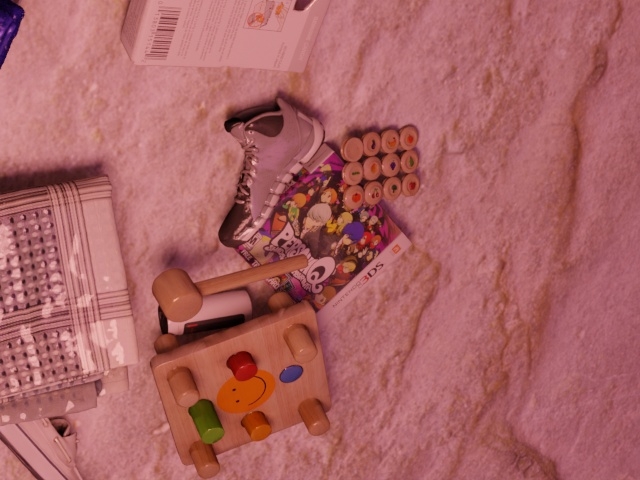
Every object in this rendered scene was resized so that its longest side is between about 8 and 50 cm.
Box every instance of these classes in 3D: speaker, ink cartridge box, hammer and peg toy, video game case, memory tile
[{"bbox_3d":[-0.175,0.110,2.090,0.136,0.055,0.055,-8,118,-22],"label":"speaker"},{"bbox_3d":[-0.103,-0.362,1.830,0.261,0.066,0.296,-1,132,-29],"label":"ink cartridge box"},{"bbox_3d":[-0.113,0.181,2.054,0.266,0.127,0.361,-19,137,-11],"label":"hammer and peg toy"},{"bbox_3d":[0.000,0.000,2.124,0.210,0.042,0.232,-43,125,-2],"label":"video game case"},{"bbox_3d":[0.093,-0.111,2.099,0.148,0.012,0.113,-13,108,-34],"label":"memory tile"}]

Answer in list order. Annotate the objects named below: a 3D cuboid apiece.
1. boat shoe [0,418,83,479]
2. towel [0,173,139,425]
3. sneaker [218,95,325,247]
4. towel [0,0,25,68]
[{"bbox_3d":[-0.404,0.304,2.062,0.088,0.096,0.267,-47,125,-19],"label":"boat shoe"},{"bbox_3d":[-0.407,0.094,1.869,0.312,0.056,0.324,-12,106,-27],"label":"towel"},{"bbox_3d":[-0.107,-0.111,2.002,0.132,0.086,0.228,38,85,-30],"label":"sneaker"},{"bbox_3d":[-0.528,-0.195,1.755,0.228,0.076,0.308,18,106,-32],"label":"towel"}]
